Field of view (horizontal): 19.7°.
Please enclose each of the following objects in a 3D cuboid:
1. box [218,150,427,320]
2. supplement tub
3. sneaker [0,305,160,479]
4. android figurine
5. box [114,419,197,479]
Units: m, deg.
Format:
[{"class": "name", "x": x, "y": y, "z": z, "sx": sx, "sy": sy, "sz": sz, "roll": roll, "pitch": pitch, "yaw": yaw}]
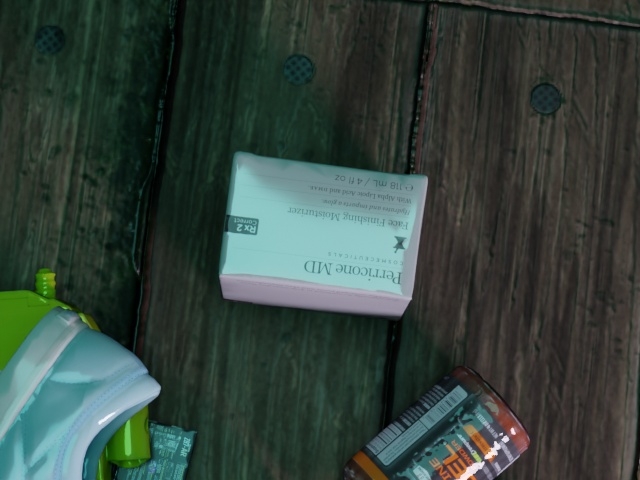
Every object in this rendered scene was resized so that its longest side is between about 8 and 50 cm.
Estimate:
[{"class": "box", "x": 0.000, "y": 0.000, "z": 1.734, "sx": 0.181, "sy": 0.182, "sz": 0.119, "roll": 7, "pitch": 81, "yaw": -1}, {"class": "supplement tub", "x": 0.095, "y": 0.217, "z": 1.745, "sx": 0.198, "sy": 0.106, "sz": 0.106, "roll": -41, "pitch": 85, "yaw": -6}, {"class": "sneaker", "x": -0.270, "y": 0.248, "z": 1.654, "sx": 0.150, "sy": 0.135, "sz": 0.366, "roll": 29, "pitch": 90, "yaw": 9}, {"class": "android figurine", "x": -0.287, "y": 0.163, "z": 1.755, "sx": 0.248, "sy": 0.056, "sz": 0.273, "roll": -6, "pitch": 84, "yaw": 4}, {"class": "box", "x": -0.161, "y": 0.217, "z": 1.780, "sx": 0.067, "sy": 0.018, "sz": 0.083, "roll": 13, "pitch": 82, "yaw": 0}]
